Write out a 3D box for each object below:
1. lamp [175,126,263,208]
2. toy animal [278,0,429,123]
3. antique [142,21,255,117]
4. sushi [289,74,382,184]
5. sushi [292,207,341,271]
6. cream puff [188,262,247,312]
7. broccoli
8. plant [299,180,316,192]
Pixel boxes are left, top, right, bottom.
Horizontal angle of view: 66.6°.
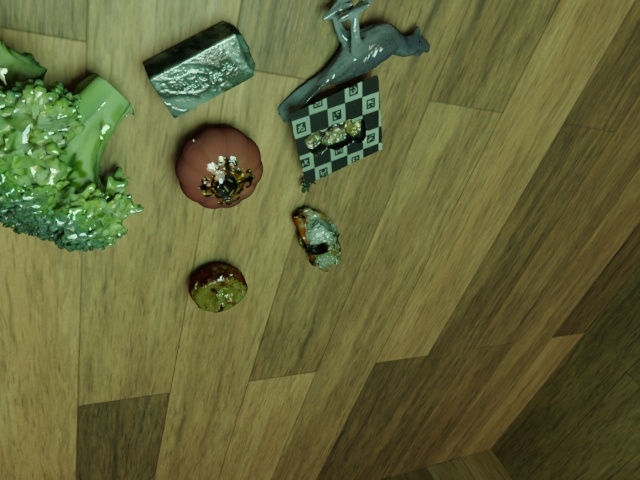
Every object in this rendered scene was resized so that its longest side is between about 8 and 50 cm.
[{"bbox_3d":[-0.203,-0.143,1.000,0.182,0.140,0.182,-18,135,-20],"label":"lamp"},{"bbox_3d":[0.067,-0.384,0.973,0.367,0.081,0.205,-27,149,-6],"label":"toy animal"},{"bbox_3d":[-0.214,-0.314,0.885,0.183,0.086,0.088,-30,136,-3],"label":"antique"},{"bbox_3d":[0.031,-0.251,1.080,0.215,0.050,0.192,-27,137,-15],"label":"sushi"},{"bbox_3d":[0.003,0.001,1.263,0.097,0.103,0.226,-39,139,-17],"label":"sushi"},{"bbox_3d":[-0.260,0.114,1.227,0.149,0.084,0.149,-13,135,-14],"label":"cream puff"},{"bbox_3d":[-0.448,-0.133,0.799,0.338,0.277,0.317,9,103,-43],"label":"broccoli"},{"bbox_3d":[-0.015,-0.155,1.151,0.051,0.051,0.102,24,107,-40],"label":"plant"}]
